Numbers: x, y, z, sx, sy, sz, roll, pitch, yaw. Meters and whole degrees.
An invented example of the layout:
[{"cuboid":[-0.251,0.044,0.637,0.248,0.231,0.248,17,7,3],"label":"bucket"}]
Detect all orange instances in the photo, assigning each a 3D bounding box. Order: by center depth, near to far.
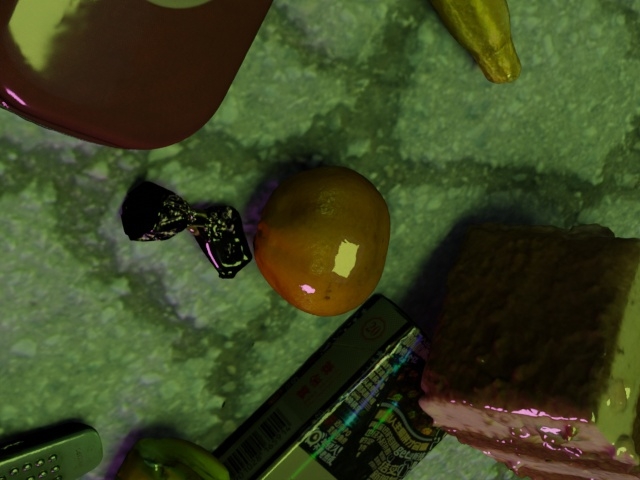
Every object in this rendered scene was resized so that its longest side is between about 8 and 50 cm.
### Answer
[{"cuboid":[0.000,0.000,1.159,0.136,0.159,0.159,13,112,-8],"label":"orange"}]

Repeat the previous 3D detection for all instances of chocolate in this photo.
[{"cuboid":[-0.129,-0.013,1.127,0.147,0.070,0.072,25,91,-52],"label":"chocolate"},{"cuboid":[0.156,-0.244,1.162,0.085,0.085,0.219,-42,132,-6],"label":"chocolate"}]

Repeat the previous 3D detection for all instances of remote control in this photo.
[{"cuboid":[-0.330,0.244,1.146,0.222,0.042,0.072,-19,126,-23],"label":"remote control"}]

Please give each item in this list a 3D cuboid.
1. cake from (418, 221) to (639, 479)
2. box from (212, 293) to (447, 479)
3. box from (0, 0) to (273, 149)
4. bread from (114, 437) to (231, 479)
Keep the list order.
[{"cuboid":[0.301,0.137,1.323,0.290,0.256,0.282,45,57,-45],"label":"cake"},{"cuboid":[0.026,0.238,1.361,0.310,0.084,0.198,-44,132,-4],"label":"box"},{"cuboid":[-0.133,-0.267,0.927,0.263,0.108,0.404,17,106,-40],"label":"box"},{"cuboid":[-0.206,0.397,1.253,0.383,0.166,0.112,-61,156,12],"label":"bread"}]
